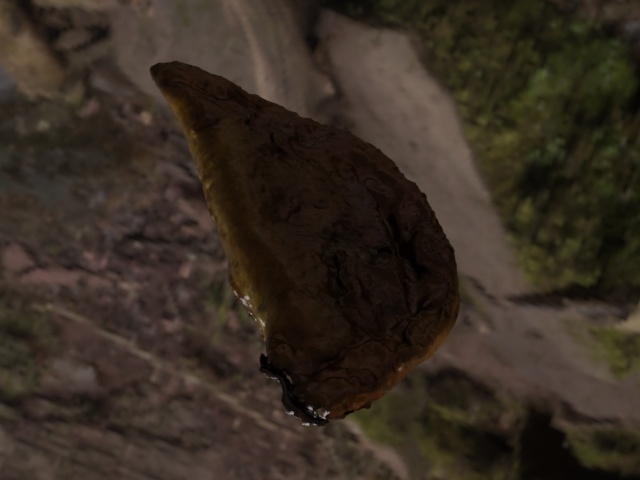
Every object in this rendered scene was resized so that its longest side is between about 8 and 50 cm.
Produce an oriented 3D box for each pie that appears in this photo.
[{"bbox_3d":[0.001,-0.001,0.534,0.088,0.033,0.191,-3,-139,-20],"label":"pie"}]
